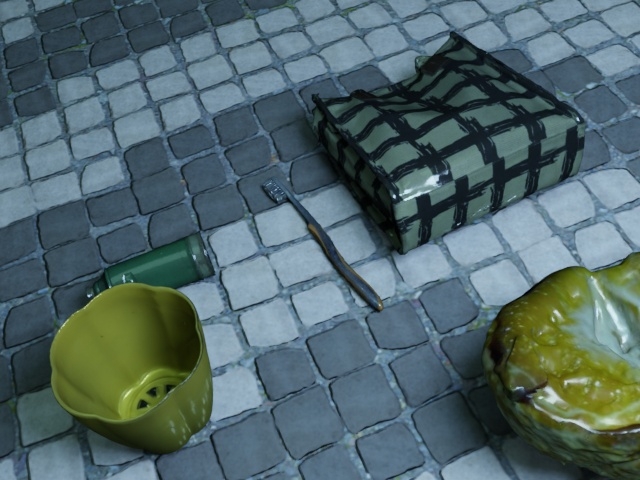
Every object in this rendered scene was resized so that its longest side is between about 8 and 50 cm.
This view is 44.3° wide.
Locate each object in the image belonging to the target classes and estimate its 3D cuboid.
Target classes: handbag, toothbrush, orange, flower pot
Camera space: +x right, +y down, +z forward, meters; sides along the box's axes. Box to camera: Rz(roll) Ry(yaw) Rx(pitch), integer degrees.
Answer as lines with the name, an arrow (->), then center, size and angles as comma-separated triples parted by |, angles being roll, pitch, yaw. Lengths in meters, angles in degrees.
handbag -> 0.181, -0.165, 1.233 | 0.325, 0.162, 0.327 | -24, 48, -12
toothbrush -> 0.002, -0.002, 1.217 | 0.031, 0.023, 0.321 | -36, 55, -10
orange -> 0.374, 0.153, 0.928 | 0.368, 0.210, 0.271 | -12, 45, 1
flower pot -> -0.222, 0.180, 1.012 | 0.195, 0.179, 0.195 | -5, 53, 7

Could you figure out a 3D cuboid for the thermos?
thermos -> -0.259, 0.048, 1.185 | 0.187, 0.073, 0.083 | -21, 54, -7
